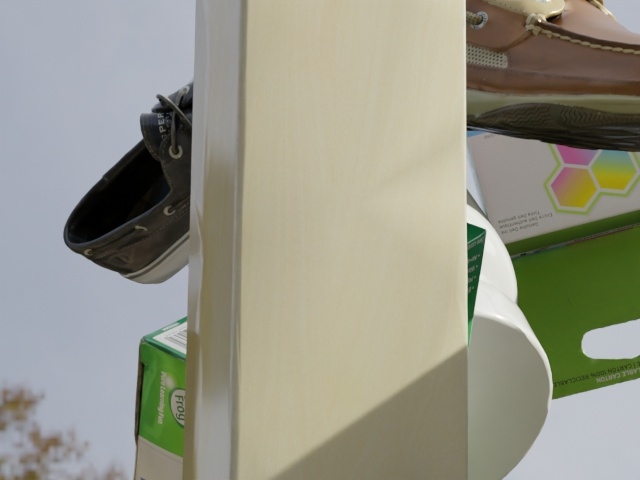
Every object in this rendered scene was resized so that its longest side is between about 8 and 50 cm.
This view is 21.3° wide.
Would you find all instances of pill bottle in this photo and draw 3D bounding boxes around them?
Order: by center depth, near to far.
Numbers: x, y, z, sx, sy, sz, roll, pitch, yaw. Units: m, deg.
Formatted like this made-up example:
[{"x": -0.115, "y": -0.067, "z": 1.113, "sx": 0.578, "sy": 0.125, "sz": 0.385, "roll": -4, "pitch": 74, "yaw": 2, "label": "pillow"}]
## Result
[{"x": 0.017, "y": 0.018, "z": 1.221, "sx": 0.210, "sy": 0.363, "sz": 0.210, "roll": -10, "pitch": -54, "yaw": -14, "label": "pill bottle"}]

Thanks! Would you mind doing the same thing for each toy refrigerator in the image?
[{"x": 0.000, "y": 0.000, "z": 0.733, "sx": 0.102, "sy": 0.269, "sz": 0.094, "roll": 4, "pitch": -12, "yaw": -17, "label": "toy refrigerator"}]

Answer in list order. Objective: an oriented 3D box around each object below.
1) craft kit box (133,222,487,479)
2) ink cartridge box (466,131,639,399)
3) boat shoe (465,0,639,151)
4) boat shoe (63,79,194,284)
[{"x": -0.009, "y": 0.130, "z": 0.913, "sx": 0.250, "sy": 0.061, "sz": 0.246, "roll": -26, "pitch": -47, "yaw": -50, "label": "craft kit box"}, {"x": 0.237, "y": -0.013, "z": 1.424, "sx": 0.189, "sy": 0.255, "sz": 0.097, "roll": -15, "pitch": -13, "yaw": 4, "label": "ink cartridge box"}, {"x": 0.111, "y": -0.123, "z": 1.040, "sx": 0.324, "sy": 0.120, "sz": 0.122, "roll": 8, "pitch": 1, "yaw": 38, "label": "boat shoe"}, {"x": -0.077, "y": -0.054, "z": 0.998, "sx": 0.076, "sy": 0.080, "sz": 0.228, "roll": 16, "pitch": -40, "yaw": -34, "label": "boat shoe"}]
